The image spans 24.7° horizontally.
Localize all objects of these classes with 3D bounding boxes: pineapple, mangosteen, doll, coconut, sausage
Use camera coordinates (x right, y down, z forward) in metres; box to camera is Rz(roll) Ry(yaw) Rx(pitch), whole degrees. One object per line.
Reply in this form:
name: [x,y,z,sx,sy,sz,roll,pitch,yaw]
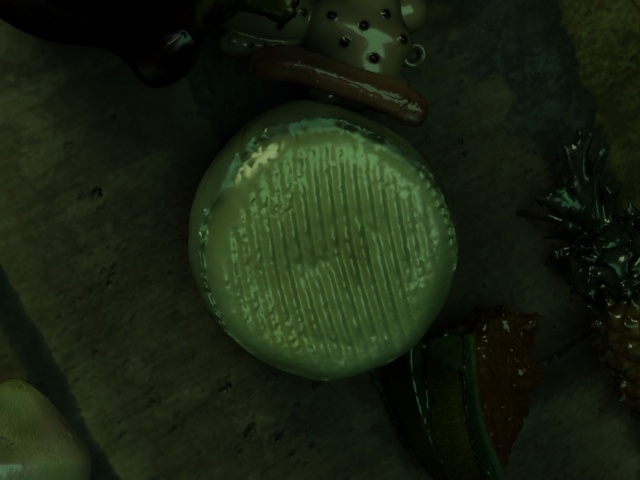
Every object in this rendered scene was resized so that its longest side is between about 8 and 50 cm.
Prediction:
pineapple: [0.342,0.039,1.627,0.169,0.169,0.340,-35,102,-15]
mangosteen: [-0.195,-0.291,1.323,0.297,0.297,0.313,-22,112,-19]
doll: [-0.020,-0.233,1.495,0.278,0.119,0.154,27,83,-11]
coconut: [-0.301,0.222,1.381,0.171,0.171,0.183,2,96,-21]
sausage: [0.019,-0.156,1.440,0.186,0.043,0.043,18,87,-4]

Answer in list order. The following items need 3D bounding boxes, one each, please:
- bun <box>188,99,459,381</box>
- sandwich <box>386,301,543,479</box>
bun: [0.000,0.000,1.496,0.287,0.146,0.287,-1,101,-8]
sandwich: [0.168,0.170,1.601,0.160,0.109,0.184,-18,99,-39]
